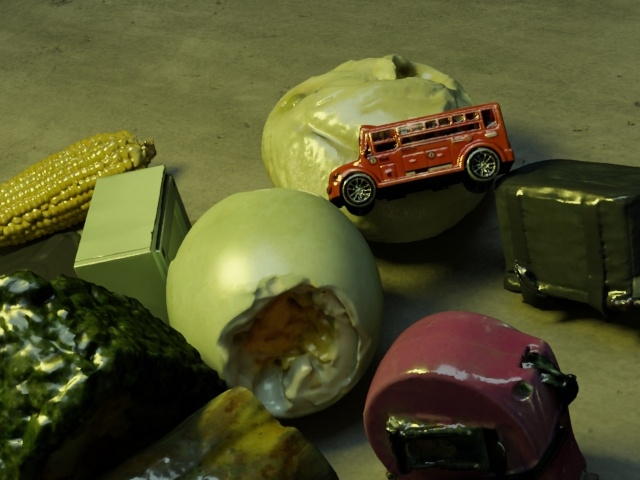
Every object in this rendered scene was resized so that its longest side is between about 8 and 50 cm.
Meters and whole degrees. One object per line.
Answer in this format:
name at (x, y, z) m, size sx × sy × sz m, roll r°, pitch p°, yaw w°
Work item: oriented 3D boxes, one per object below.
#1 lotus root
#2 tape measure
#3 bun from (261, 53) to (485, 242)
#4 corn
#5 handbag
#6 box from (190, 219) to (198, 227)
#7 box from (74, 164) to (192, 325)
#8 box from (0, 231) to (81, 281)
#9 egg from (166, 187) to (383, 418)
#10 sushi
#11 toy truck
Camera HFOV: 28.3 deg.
lotus root at (-0.151, 0.331, 1.349) m, size 0.346 × 0.250 × 0.250 m, roll -34°, pitch 37°, yaw -31°
tape measure at (0.174, 0.199, 1.411) m, size 0.245 × 0.231 × 0.149 m, roll -1°, pitch 37°, yaw 29°
bun at (0.095, -0.157, 1.914) m, size 0.365 × 0.219 × 0.365 m, roll 5°, pitch 30°, yaw -3°
corn at (-0.440, -0.088, 2.186) m, size 0.347 × 0.130 × 0.130 m, roll -26°, pitch 34°, yaw -7°
handbag at (0.357, -0.004, 1.661) m, size 0.181 × 0.181 × 0.254 m, roll -21°, pitch 21°, yaw -39°
box at (-0.211, 0.020, 2.013) m, size 0.091 × 0.031 × 0.126 m, roll 15°, pitch 45°, yaw 38°
box at (-0.243, 0.048, 1.810) m, size 0.117 × 0.225 × 0.225 m, roll -12°, pitch 34°, yaw 8°
box at (-0.485, 0.135, 1.913) m, size 0.350 × 0.091 × 0.359 m, roll -23°, pitch 32°, yaw -10°
egg at (-0.063, 0.067, 1.660) m, size 0.278 × 0.278 × 0.336 m, roll -19°, pitch 30°, yaw -4°
sushi at (-0.284, 0.202, 1.418) m, size 0.178 × 0.352 × 0.294 m, roll 38°, pitch 91°, yaw 22°
toy truck at (0.129, -0.110, 1.718) m, size 0.253 × 0.114 × 0.107 m, roll -11°, pitch -7°, yaw 1°
